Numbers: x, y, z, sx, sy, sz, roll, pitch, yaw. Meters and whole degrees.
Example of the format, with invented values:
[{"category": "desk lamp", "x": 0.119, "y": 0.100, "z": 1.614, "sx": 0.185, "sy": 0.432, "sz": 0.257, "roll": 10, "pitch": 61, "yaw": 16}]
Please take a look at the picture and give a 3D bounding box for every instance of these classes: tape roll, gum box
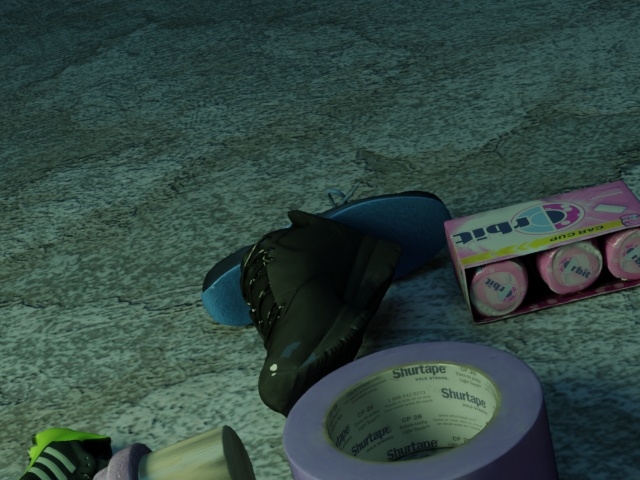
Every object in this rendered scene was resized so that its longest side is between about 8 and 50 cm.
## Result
[{"category": "tape roll", "x": 0.073, "y": 0.154, "z": 0.914, "sx": 0.189, "sy": 0.080, "sz": 0.189, "roll": -11, "pitch": 25, "yaw": 5}, {"category": "gum box", "x": 0.219, "y": 0.008, "z": 1.176, "sx": 0.188, "sy": 0.062, "sz": 0.107, "roll": -14, "pitch": 24, "yaw": 1}]

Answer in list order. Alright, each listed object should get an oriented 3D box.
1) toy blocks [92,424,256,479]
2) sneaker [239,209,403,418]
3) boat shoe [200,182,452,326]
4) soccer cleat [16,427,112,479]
[{"category": "toy blocks", "x": -0.115, "y": 0.267, "z": 0.523, "sx": 0.260, "sy": 0.288, "sz": 0.309, "roll": -21, "pitch": 20, "yaw": 8}, {"category": "sneaker", "x": -0.019, "y": 0.058, "z": 1.095, "sx": 0.130, "sy": 0.109, "sz": 0.286, "roll": 28, "pitch": 23, "yaw": 1}, {"category": "boat shoe", "x": 0.000, "y": 0.000, "z": 1.267, "sx": 0.258, "sy": 0.109, "sz": 0.089, "roll": -14, "pitch": 20, "yaw": -6}, {"category": "soccer cleat", "x": -0.204, "y": 0.201, "z": 0.995, "sx": 0.072, "sy": 0.060, "sz": 0.179, "roll": 0, "pitch": 24, "yaw": 0}]
